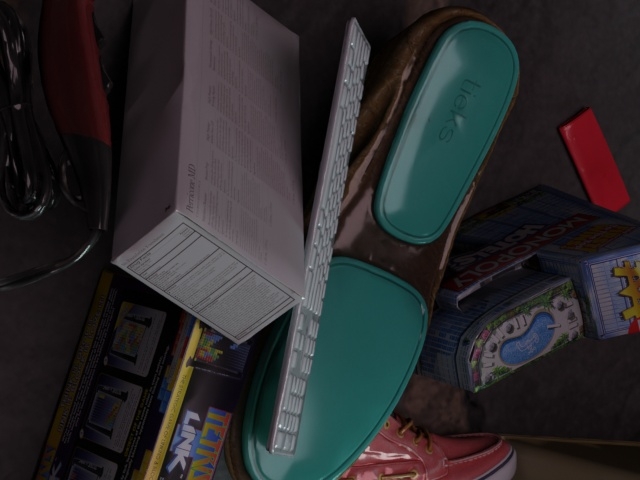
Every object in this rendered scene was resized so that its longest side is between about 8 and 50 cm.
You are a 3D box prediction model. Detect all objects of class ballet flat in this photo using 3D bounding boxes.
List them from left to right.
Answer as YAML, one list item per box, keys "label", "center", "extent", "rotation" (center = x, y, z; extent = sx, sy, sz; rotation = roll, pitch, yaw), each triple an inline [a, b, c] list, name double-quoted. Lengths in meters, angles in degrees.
- label: "ballet flat"
  center: [0.018, 0.006, 1.197]
  extent: [0.116, 0.124, 0.342]
  rotation: [25, 82, -26]

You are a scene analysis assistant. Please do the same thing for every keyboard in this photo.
- label: "keyboard"
  center: [0.000, 0.000, 1.091]
  extent: [0.014, 0.072, 0.256]
  rotation: [10, 83, 5]

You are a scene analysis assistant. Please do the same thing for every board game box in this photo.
- label: "board game box"
  center: [-0.110, 0.111, 1.120]
  extent: [0.048, 0.141, 0.170]
  rotation: [21, 85, -30]
- label: "board game box"
  center: [0.142, 0.030, 1.236]
  extent: [0.194, 0.194, 0.060]
  rotation: [-24, 108, -28]

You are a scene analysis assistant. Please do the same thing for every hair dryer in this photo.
- label: "hair dryer"
  center: [-0.146, -0.130, 1.065]
  extent: [0.223, 0.080, 0.293]
  rotation: [43, 82, 5]

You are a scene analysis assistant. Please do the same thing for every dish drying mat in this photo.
- label: "dish drying mat"
  center: [0.203, -0.056, 1.374]
  extent: [0.032, 0.008, 0.083]
  rotation: [-37, 114, -22]

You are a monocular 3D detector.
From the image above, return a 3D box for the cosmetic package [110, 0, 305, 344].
- label: "cosmetic package"
  center: [-0.065, -0.059, 1.093]
  extent: [0.099, 0.060, 0.239]
  rotation: [37, 32, -31]

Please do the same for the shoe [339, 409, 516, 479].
- label: "shoe"
  center: [0.057, 0.143, 1.273]
  extent: [0.178, 0.063, 0.081]
  rotation: [-14, 108, -25]

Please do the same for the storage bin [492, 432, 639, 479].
- label: "storage bin"
  center: [0.286, 0.221, 1.310]
  extent: [0.260, 0.262, 0.123]
  rotation: [7, 90, -32]
